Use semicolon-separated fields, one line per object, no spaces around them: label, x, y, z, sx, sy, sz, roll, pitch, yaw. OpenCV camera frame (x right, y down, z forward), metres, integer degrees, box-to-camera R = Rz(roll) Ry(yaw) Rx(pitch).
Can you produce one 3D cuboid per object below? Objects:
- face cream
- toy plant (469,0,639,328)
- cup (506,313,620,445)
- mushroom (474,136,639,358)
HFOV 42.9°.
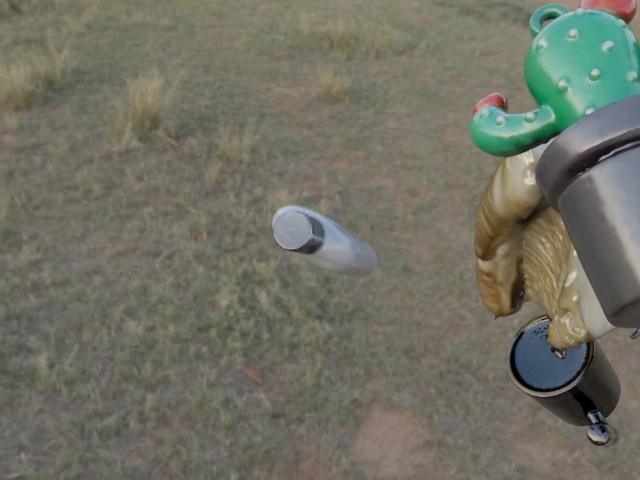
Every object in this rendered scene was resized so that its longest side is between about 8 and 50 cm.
face cream;0.000;0.000;1.174;0.144;0.071;0.291;31;2;13
toy plant;0.310;-0.110;0.888;0.185;0.279;0.400;13;56;-42
cup;0.453;0.278;1.494;0.166;0.177;0.239;-15;49;32
mushroom;0.390;-0.037;1.398;0.224;0.397;0.313;-26;24;-14
